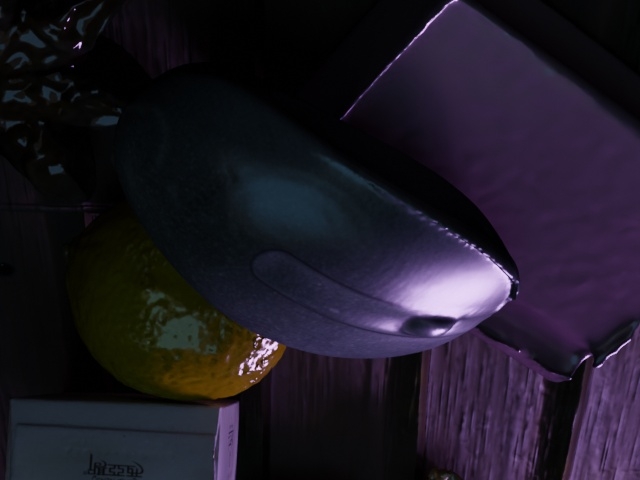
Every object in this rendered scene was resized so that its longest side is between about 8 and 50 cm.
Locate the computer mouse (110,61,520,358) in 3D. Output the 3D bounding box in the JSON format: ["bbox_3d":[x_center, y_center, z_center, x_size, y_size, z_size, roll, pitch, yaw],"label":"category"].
[{"bbox_3d":[-0.001,0.003,1.090,0.374,0.114,0.203,30,127,-22],"label":"computer mouse"}]

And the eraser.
[{"bbox_3d":[0.161,-0.055,1.188,0.359,0.122,0.272,30,123,-22],"label":"eraser"}]

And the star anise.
[{"bbox_3d":[-0.285,-0.149,1.132,0.315,0.108,0.315,-4,131,-5],"label":"star anise"}]

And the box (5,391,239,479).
[{"bbox_3d":[-0.183,0.203,1.331,0.194,0.111,0.260,3,173,1],"label":"box"}]

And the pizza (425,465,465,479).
[{"bbox_3d":[0.149,0.350,1.559,0.280,0.075,0.287,-2,128,-1],"label":"pizza"}]

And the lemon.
[{"bbox_3d":[-0.123,0.047,1.233,0.231,0.192,0.192,15,129,-7],"label":"lemon"}]
